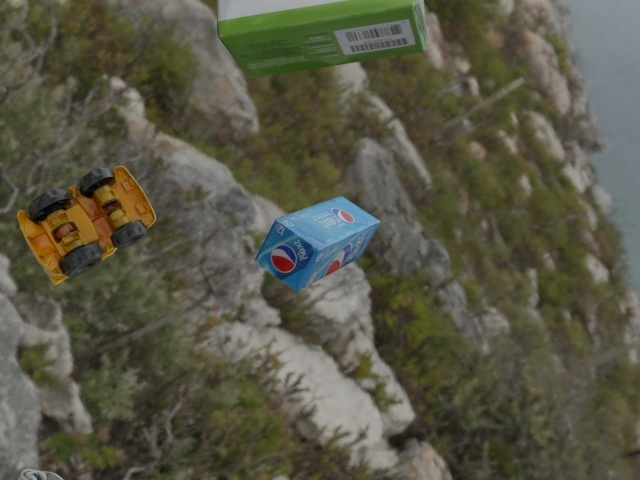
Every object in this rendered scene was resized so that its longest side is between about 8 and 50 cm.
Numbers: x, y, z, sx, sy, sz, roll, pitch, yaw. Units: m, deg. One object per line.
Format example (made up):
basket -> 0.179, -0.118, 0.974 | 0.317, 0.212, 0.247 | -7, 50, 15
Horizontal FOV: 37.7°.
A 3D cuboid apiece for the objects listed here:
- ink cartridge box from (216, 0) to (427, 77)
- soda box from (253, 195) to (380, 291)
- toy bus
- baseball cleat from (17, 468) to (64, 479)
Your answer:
ink cartridge box -> -0.001, -0.307, 0.919 | 0.097, 0.189, 0.255 | 49, 37, -70
soda box -> 0.000, 0.000, 1.232 | 0.071, 0.067, 0.210 | 34, 23, 15
toy bus -> -0.432, -0.014, 1.736 | 0.220, 0.211, 0.149 | -30, 81, -22
baseball cleat -> -0.400, 0.359, 1.232 | 0.072, 0.206, 0.109 | 4, 73, -76
